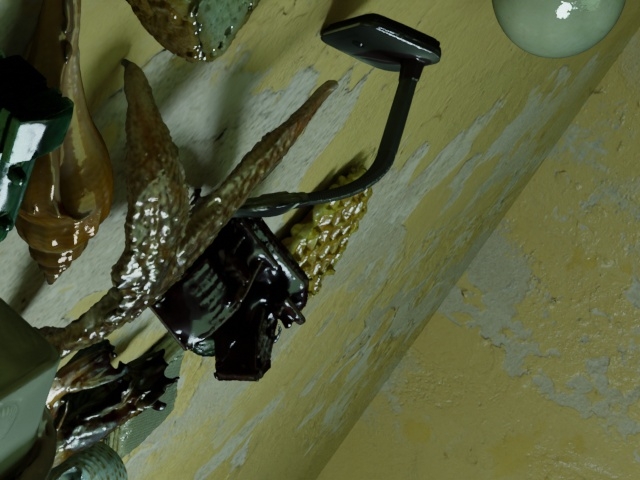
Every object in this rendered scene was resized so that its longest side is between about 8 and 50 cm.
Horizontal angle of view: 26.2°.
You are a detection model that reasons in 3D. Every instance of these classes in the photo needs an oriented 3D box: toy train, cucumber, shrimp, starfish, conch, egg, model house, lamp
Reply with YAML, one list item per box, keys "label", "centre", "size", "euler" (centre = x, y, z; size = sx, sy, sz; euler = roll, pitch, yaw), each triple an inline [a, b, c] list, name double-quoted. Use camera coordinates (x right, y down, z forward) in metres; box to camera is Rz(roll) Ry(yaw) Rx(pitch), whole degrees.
- label: "toy train"
  centre: [-0.246, -0.065, 0.984]
  size: [0.071, 0.111, 0.170]
  euler: [-29, 154, -47]
- label: "cucumber"
  centre: [-0.122, 0.129, 1.959]
  size: [0.067, 0.067, 0.245]
  euler: [-54, 165, 12]
- label: "shrimp"
  centre: [-0.283, 0.183, 1.611]
  size: [0.289, 0.075, 0.178]
  euler: [-27, 153, -29]
- label: "starfish"
  centre: [-0.177, -0.009, 1.346]
  size: [0.384, 0.132, 0.398]
  euler: [-44, 169, -42]
- label: "conch"
  centre: [-0.314, 0.299, 1.719]
  size: [0.135, 0.102, 0.153]
  euler: [-24, 141, -3]
- label: "egg"
  centre: [0.329, -0.350, 1.895]
  size: [0.186, 0.186, 0.253]
  euler: [-47, 161, -15]
- label: "model house"
  centre: [-0.104, 0.076, 1.643]
  size: [0.141, 0.203, 0.164]
  euler: [-23, -146, 33]
- label: "conch"
  centre: [-0.219, -0.092, 1.077]
  size: [0.109, 0.093, 0.330]
  euler: [-48, 149, -45]
- label: "lamp"
  centre: [0.001, -0.120, 1.546]
  size: [0.203, 0.124, 0.283]
  euler: [2, -121, 59]

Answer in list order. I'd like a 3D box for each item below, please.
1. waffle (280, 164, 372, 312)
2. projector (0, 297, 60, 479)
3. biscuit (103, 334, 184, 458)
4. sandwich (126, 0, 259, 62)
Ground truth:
- label: "waffle"
  centre: [0.000, 0.000, 2.029]
  size: [0.238, 0.059, 0.243]
  euler: [-46, 164, -21]
- label: "projector"
  centre: [-0.304, 0.108, 0.971]
  size: [0.163, 0.242, 0.177]
  euler: [-34, 160, -43]
- label: "biscuit"
  centre: [-0.240, 0.219, 1.870]
  size: [0.121, 0.040, 0.199]
  euler: [-45, 164, -31]
- label: "sandwich"
  centre: [-0.071, -0.285, 1.006]
  size: [0.249, 0.095, 0.273]
  euler: [-53, 166, -7]
